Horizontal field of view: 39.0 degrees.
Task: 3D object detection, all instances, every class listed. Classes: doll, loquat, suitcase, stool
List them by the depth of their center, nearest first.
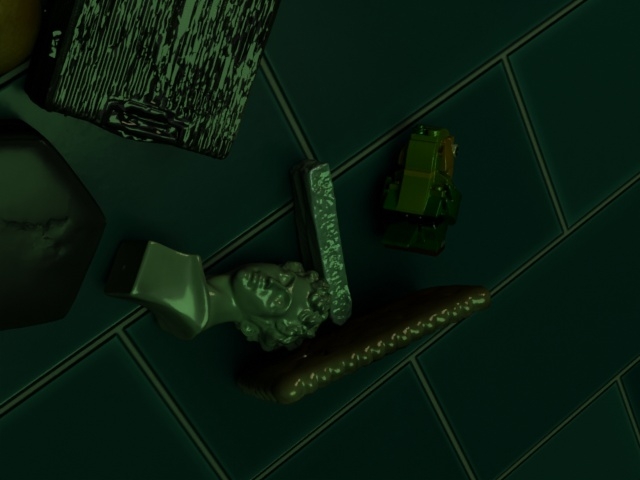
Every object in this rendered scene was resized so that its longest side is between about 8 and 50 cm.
[{"bbox_3d":[-0.345,-0.230,0.901,0.141,0.141,0.141,-10,111,-26],"label":"loquat"},{"bbox_3d":[-0.356,-0.019,0.963,0.232,0.141,0.232,-10,111,-26],"label":"stool"},{"bbox_3d":[-0.166,-0.275,0.983,0.229,0.152,0.335,14,102,-31],"label":"suitcase"},{"bbox_3d":[0.137,-0.068,1.237,0.134,0.106,0.186,33,69,-65],"label":"doll"}]

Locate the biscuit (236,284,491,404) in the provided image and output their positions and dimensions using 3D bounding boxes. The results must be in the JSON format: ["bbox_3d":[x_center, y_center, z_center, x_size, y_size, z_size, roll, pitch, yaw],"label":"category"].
[{"bbox_3d":[0.051,0.131,1.208,0.324,0.217,0.044,-22,95,-20],"label":"biscuit"}]

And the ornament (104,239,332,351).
[{"bbox_3d":[-0.128,0.073,1.141,0.285,0.130,0.121,9,85,-23],"label":"ornament"}]

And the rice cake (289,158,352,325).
[{"bbox_3d":[0.000,0.000,1.203,0.040,0.085,0.226,-17,113,-20],"label":"rice cake"}]
